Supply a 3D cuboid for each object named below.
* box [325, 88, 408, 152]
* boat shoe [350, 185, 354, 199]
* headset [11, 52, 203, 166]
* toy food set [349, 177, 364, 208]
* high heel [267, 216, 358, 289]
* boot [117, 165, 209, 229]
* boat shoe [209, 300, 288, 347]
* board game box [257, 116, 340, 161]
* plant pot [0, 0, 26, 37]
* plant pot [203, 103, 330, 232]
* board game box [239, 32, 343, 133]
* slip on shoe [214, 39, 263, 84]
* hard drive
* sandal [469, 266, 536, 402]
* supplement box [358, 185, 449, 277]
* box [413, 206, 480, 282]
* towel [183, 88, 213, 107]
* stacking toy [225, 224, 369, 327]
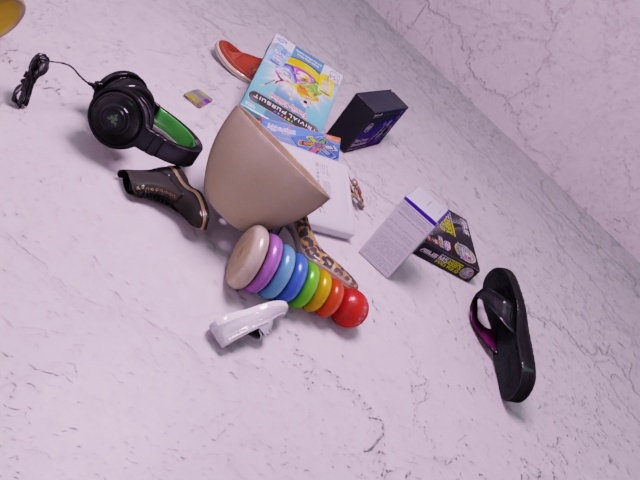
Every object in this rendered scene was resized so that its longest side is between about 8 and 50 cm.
[{"bbox_3d":[0.164,-0.412,2.008,0.103,0.184,0.261,46,34,13],"label":"box"},{"bbox_3d":[0.069,-0.170,1.748,0.056,0.048,0.153,19,38,-27],"label":"boat shoe"},{"bbox_3d":[-0.457,-0.273,1.307,0.394,0.185,0.243,31,16,-29],"label":"headset"},{"bbox_3d":[0.114,-0.144,1.758,0.078,0.019,0.122,60,9,-56],"label":"toy food set"},{"bbox_3d":[0.000,0.000,1.394,0.261,0.093,0.186,29,55,-1],"label":"high heel"},{"bbox_3d":[-0.335,-0.087,1.253,0.137,0.077,0.198,-7,40,-42],"label":"boot"},{"bbox_3d":[-0.129,0.164,1.145,0.184,0.066,0.063,-8,69,-51],"label":"boat shoe"},{"bbox_3d":[-0.062,-0.245,1.652,0.281,0.145,0.027,7,-1,-39],"label":"board game box"},{"bbox_3d":[-0.783,-0.569,1.266,0.239,0.254,0.254,53,33,-6],"label":"plant pot"},{"bbox_3d":[-0.143,-0.128,1.284,0.284,0.191,0.284,45,6,-6],"label":"plant pot"},{"bbox_3d":[-0.091,-0.443,1.796,0.253,0.079,0.336,28,55,-15],"label":"board game box"},{"bbox_3d":[-0.196,-0.558,1.918,0.331,0.101,0.123,36,34,-3],"label":"slip on shoe"},{"bbox_3d":[-0.070,-0.145,1.536,0.353,0.047,0.233,14,57,-33],"label":"hard drive"},{"bbox_3d":[0.473,0.220,1.570,0.107,0.167,0.446,14,37,-5],"label":"sandal"},{"bbox_3d":[0.220,-0.021,1.555,0.114,0.220,0.111,42,33,8],"label":"supplement box"},{"bbox_3d":[0.381,-0.016,1.848,0.216,0.060,0.270,27,35,-16],"label":"box"},{"bbox_3d":[-0.349,-0.406,1.673,0.060,0.009,0.083,36,32,-1],"label":"towel"},{"bbox_3d":[-0.030,0.096,1.264,0.330,0.141,0.141,27,34,-23],"label":"stacking toy"}]
